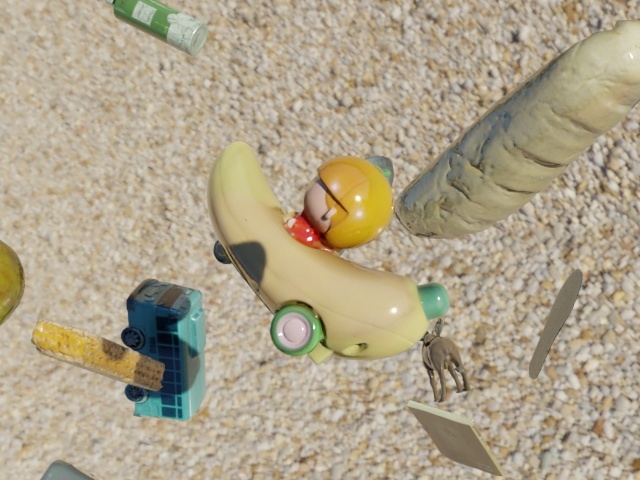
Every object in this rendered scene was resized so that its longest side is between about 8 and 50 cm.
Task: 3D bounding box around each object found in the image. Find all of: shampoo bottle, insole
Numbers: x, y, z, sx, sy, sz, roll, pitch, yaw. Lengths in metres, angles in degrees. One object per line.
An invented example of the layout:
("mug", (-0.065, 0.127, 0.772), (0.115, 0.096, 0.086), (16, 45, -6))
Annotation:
("shampoo bottle", (-0.290, -0.384, 1.559), (0.204, 0.065, 0.065), (28, 88, 12))
("insole", (0.427, 0.153, 1.683), (0.080, 0.003, 0.232), (-95, 23, -67))

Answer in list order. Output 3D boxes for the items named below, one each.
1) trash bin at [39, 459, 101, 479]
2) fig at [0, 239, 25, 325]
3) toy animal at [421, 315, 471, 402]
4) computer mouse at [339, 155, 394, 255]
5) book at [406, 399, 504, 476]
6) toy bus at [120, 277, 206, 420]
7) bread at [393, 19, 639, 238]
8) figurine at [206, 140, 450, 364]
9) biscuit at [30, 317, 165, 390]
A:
("trash bin", (-0.201, 0.274, 0.620), (0.101, 0.177, 0.236), (29, 72, 4))
("fig", (-0.248, 0.024, 0.614), (0.082, 0.098, 0.084), (-47, 41, 3))
("toy animal", (0.221, 0.204, 1.734), (0.093, 0.214, 0.186), (-20, 82, -5))
("computer mouse", (0.026, -0.046, 1.437), (0.068, 0.113, 0.229), (36, 84, 30))
("book", (0.251, 0.367, 1.696), (0.138, 0.199, 0.016), (11, 58, 39))
("toy bus", (-0.299, 0.213, 1.801), (0.147, 0.128, 0.256), (6, 112, 11))
("bread", (0.126, -0.055, 0.572), (0.214, 0.073, 0.053), (-43, 62, 45))
("figurine", (0.000, 0.000, 1.071), (0.222, 0.124, 0.324), (-43, 78, 11))
("biscuit", (-0.354, 0.194, 1.516), (0.094, 0.379, 0.054), (13, 77, 14))
